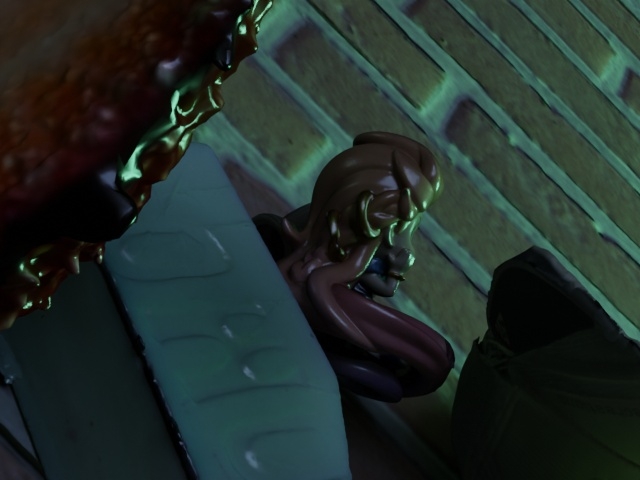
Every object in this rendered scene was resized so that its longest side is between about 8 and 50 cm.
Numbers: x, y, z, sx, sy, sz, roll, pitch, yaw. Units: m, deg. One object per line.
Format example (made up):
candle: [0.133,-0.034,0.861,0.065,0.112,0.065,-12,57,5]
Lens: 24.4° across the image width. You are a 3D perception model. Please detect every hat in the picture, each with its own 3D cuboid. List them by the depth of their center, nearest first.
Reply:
hat: [0.184,0.113,0.835,0.232,0.275,0.161,17,76,-14]

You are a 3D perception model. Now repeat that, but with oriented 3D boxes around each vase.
vase: [0.000,0.000,0.921,0.100,0.053,0.053,-10,62,-46]

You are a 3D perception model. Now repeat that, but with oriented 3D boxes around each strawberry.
strawberry: [-0.124,-0.052,0.653,0.138,0.306,0.233,52,21,-54]

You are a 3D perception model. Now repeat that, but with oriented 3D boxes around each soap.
soap: [-0.072,0.064,0.742,0.145,0.091,0.230,-5,58,-49]

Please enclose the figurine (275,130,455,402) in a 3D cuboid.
figurine: [0.018,0.015,0.837,0.114,0.126,0.157,-2,88,-9]
